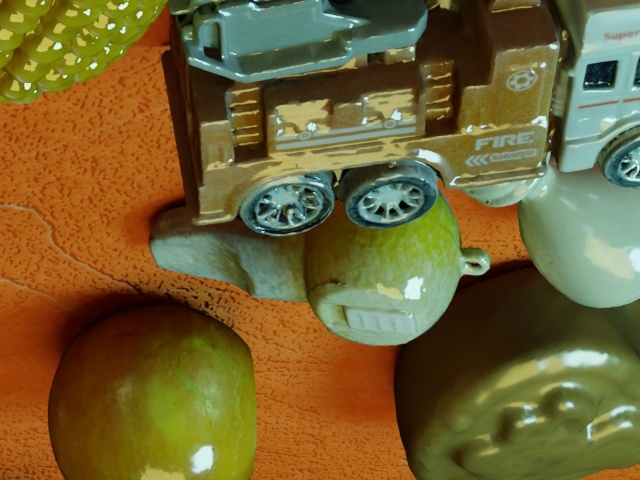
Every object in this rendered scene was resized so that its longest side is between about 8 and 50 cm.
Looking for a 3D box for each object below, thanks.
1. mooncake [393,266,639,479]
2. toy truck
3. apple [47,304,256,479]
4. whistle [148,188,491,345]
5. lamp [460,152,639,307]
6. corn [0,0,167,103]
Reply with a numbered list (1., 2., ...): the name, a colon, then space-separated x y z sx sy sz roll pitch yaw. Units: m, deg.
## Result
1. mooncake: 0.162 0.123 1.314 0.235 0.117 0.234 -12 148 -7
2. toy truck: 0.086 -0.118 0.894 0.338 0.133 0.184 -9 148 -6
3. apple: -0.118 0.129 1.192 0.146 0.147 0.163 -4 148 -12
4. whistle: 0.000 0.000 1.099 0.223 0.122 0.123 5 150 11
5. lamp: 0.162 -0.025 1.103 0.106 0.106 0.193 -33 133 29
6. corn: -0.078 -0.200 0.710 0.144 0.144 0.387 13 137 -34
